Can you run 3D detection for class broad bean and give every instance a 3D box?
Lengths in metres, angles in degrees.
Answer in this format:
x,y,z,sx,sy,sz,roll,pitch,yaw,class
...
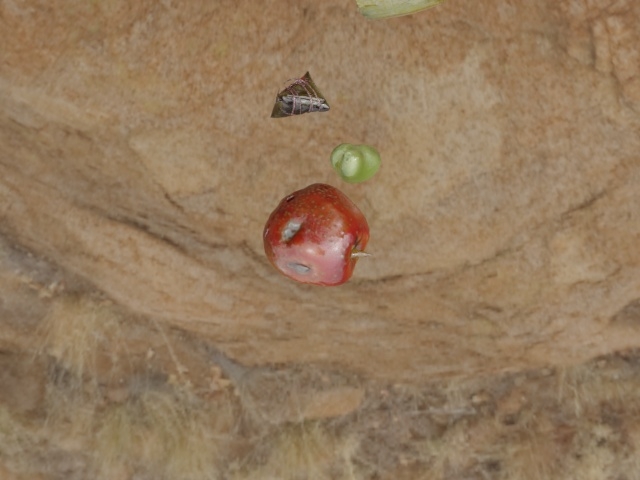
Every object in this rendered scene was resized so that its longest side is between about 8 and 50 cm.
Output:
x,y,z,sx,sy,sz,roll,pitch,yaw,class
0.049,-0.106,1.208,0.083,0.045,0.063,10,122,-52,broad bean

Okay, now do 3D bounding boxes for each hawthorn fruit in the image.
x,y,z,sx,sy,sz,roll,pitch,yaw,class
0.000,0.000,0.729,0.093,0.093,0.093,0,127,1,hawthorn fruit

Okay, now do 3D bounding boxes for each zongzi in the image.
x,y,z,sx,sy,sz,roll,pitch,yaw,class
-0.039,-0.198,1.229,0.083,0.073,0.067,-28,82,4,zongzi

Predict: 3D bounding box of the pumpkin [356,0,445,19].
x,y,z,sx,sy,sz,roll,pitch,yaw,class
0.121,-0.337,0.939,0.110,0.217,0.217,17,130,20,pumpkin
